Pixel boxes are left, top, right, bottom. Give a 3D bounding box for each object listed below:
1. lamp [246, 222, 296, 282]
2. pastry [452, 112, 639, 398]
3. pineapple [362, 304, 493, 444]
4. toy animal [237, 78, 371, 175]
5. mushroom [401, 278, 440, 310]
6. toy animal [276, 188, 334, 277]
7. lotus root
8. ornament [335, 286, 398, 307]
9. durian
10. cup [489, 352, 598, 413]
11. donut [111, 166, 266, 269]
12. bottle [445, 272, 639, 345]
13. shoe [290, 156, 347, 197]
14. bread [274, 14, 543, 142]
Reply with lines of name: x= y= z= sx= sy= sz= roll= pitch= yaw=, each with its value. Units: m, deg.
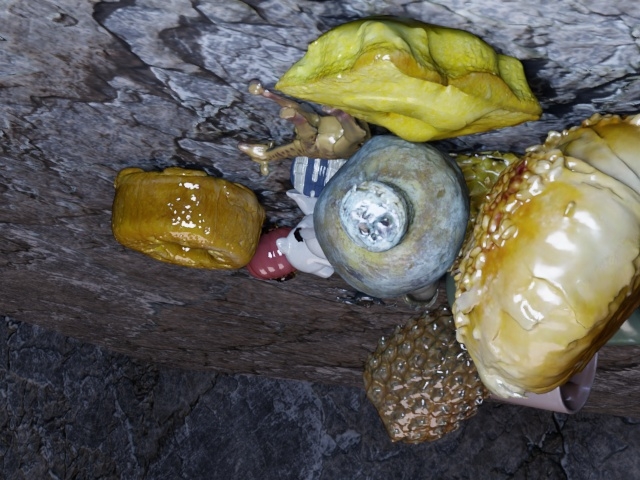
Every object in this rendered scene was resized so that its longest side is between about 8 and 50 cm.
lamp: x=-0.069 y=0.020 z=2.045 sx=0.107 sy=0.092 sz=0.107 roll=-21 pitch=-178 yaw=1
pastry: x=0.246 y=0.003 z=1.312 sx=0.184 sy=0.315 sz=0.284 roll=39 pitch=160 yaw=17
pineapple: x=0.233 y=0.174 z=2.098 sx=0.202 sy=0.202 sz=0.362 roll=18 pitch=135 yaw=-33
toy animal: x=-0.018 y=-0.120 z=1.478 sx=0.149 sy=0.054 sz=0.275 roll=13 pitch=168 yaw=-3
mushroom: x=0.148 y=0.057 z=2.069 sx=0.092 sy=0.081 sz=0.223 roll=3 pitch=167 yaw=21
toy animal: x=0.000 y=0.000 z=1.853 sx=0.127 sy=0.131 sz=0.181 roll=-8 pitch=164 yaw=-20
lotus root: x=0.079 y=-0.024 z=1.352 sx=0.175 sy=0.175 sz=0.349 roll=10 pitch=-179 yaw=-1
ornament: x=0.094 y=0.113 z=2.480 sx=0.125 sy=0.028 sz=0.073 roll=6 pitch=166 yaw=26
durian: x=0.205 y=-0.024 z=1.560 sx=0.183 sy=0.138 sz=0.249 roll=14 pitch=164 yaw=22
cup: x=0.345 y=0.175 z=2.236 sx=0.200 sy=0.191 sz=0.253 roll=6 pitch=147 yaw=31
donut: x=-0.191 y=-0.032 z=1.865 sx=0.227 sy=0.113 sz=0.226 roll=9 pitch=166 yaw=2
bottle: x=0.315 y=0.057 z=1.734 sx=0.168 sy=0.168 sz=0.347 roll=19 pitch=165 yaw=-35
shoe: x=0.031 y=-0.078 z=1.619 sx=0.143 sy=0.064 sz=0.071 roll=12 pitch=-173 yaw=16
bread: x=0.087 y=-0.148 z=1.197 sx=0.233 sy=0.088 sz=0.161 roll=18 pitch=170 yaw=-42
